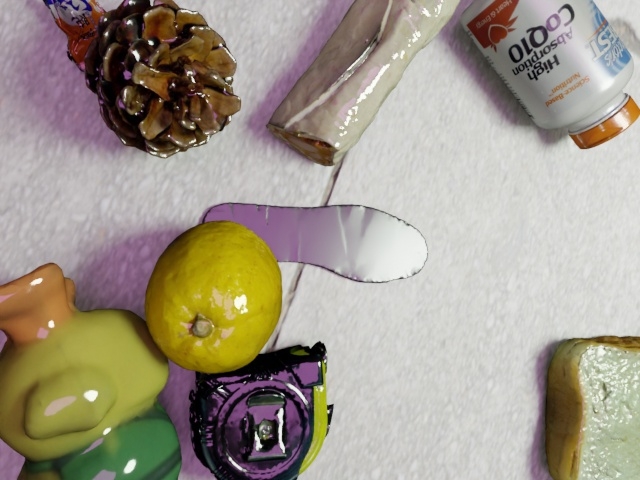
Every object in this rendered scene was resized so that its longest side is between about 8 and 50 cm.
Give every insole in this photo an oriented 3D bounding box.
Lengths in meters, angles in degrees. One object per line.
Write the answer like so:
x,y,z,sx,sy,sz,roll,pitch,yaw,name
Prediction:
0.000,0.000,0.740,0.349,0.009,0.118,4,86,-13,insole

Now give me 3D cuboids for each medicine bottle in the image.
0.359,-0.279,0.754,0.157,0.157,0.288,-42,97,-11,medicine bottle

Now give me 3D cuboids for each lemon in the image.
-0.126,0.065,0.609,0.170,0.207,0.169,0,114,1,lemon

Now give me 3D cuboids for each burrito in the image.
0.061,-0.245,0.701,0.299,0.143,0.105,-54,132,-5,burrito

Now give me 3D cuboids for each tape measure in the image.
-0.074,0.237,0.666,0.199,0.112,0.186,-3,91,-12,tape measure

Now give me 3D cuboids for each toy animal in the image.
-0.268,0.190,0.580,0.191,0.216,0.337,-22,97,-40,toy animal

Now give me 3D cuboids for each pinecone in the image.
-0.190,-0.197,0.601,0.179,0.204,0.184,-40,113,-7,pinecone

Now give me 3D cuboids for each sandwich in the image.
0.480,0.282,0.804,0.227,0.087,0.250,4,87,-12,sandwich

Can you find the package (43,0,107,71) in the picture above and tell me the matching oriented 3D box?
-0.318,-0.287,0.662,0.077,0.033,0.110,-46,114,-33,package
